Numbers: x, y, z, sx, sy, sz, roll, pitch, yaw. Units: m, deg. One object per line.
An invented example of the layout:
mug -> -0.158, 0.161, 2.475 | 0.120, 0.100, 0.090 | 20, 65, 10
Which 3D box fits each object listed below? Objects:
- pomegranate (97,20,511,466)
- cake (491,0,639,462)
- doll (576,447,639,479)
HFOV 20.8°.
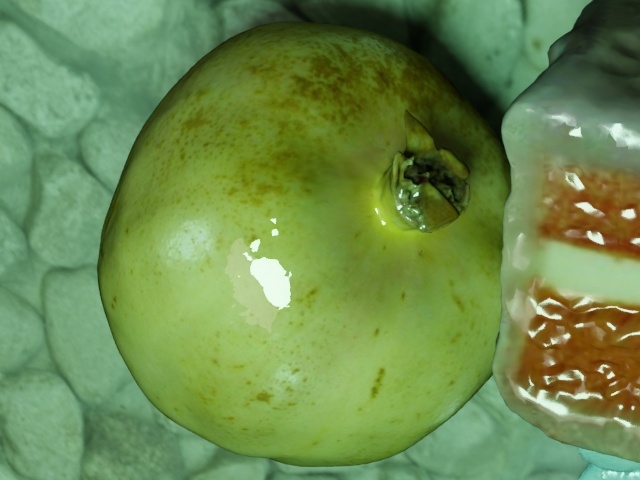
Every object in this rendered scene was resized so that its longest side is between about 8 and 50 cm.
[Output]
pomegranate -> 0.000, 0.000, 1.186 | 0.319, 0.319, 0.319 | 13, 121, 23
cake -> 0.274, -0.003, 1.069 | 0.309, 0.230, 0.237 | 14, 123, 22
doll -> 0.232, 0.158, 1.288 | 0.120, 0.075, 0.179 | -13, 137, -6
